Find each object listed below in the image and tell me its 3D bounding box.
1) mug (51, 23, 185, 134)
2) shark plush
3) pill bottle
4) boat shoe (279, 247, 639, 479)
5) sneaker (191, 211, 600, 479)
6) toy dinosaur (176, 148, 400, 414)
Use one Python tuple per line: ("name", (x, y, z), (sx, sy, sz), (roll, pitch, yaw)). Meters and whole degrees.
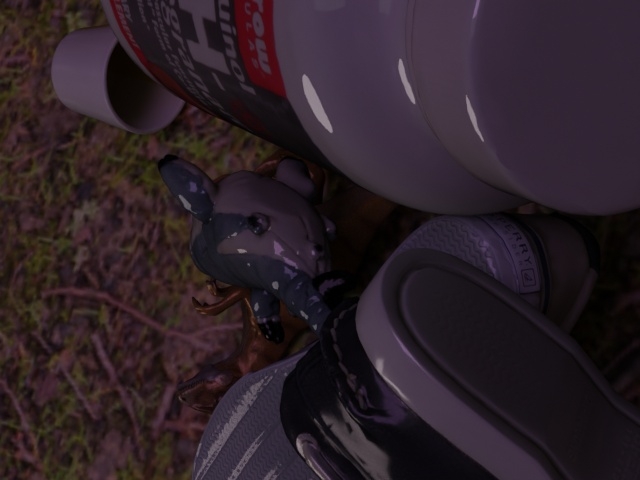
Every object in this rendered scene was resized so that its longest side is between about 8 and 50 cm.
("mug", (-0.109, -0.094, 0.991), (0.064, 0.078, 0.062), (10, 115, 43))
("shark plush", (-0.014, 0.014, 0.813), (0.161, 0.073, 0.067), (34, 121, 44))
("pill bottle", (0.036, -0.110, 0.756), (0.318, 0.176, 0.176), (29, 93, 59))
("boat shoe", (0.117, 0.130, 0.703), (0.302, 0.114, 0.091), (44, 127, 3))
("sneaker", (0.035, 0.076, 0.826), (0.258, 0.091, 0.094), (-43, 61, 40))
("toy dinosaur", (0.000, 0.000, 0.893), (0.211, 0.064, 0.112), (-48, 69, 25))
